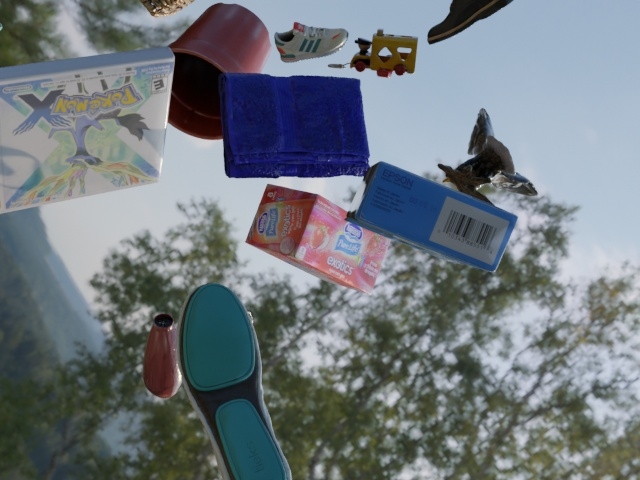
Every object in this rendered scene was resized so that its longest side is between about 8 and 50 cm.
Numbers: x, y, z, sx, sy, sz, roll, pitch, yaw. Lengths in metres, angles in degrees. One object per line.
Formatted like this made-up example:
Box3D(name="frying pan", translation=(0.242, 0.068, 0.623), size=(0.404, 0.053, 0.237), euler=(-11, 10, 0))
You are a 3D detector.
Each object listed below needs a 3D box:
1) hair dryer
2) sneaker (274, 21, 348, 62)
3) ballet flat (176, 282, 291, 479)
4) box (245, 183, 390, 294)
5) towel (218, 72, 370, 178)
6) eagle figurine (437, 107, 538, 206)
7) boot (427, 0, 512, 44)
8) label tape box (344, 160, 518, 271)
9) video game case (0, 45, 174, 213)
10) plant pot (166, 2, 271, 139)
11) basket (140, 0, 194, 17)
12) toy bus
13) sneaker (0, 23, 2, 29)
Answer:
Box3D(name="hair dryer", translation=(-0.254, 0.200, 1.712), size=(0.080, 0.223, 0.293), euler=(26, -7, 23))
Box3D(name="sneaker", translation=(-0.023, -0.430, 1.897), size=(0.075, 0.161, 0.057), euler=(59, 29, -46))
Box3D(name="ballet flat", translation=(-0.150, 0.263, 1.457), size=(0.139, 0.139, 0.400), euler=(90, -18, -59))
Box3D(name="box", translation=(0.000, 0.000, 1.951), size=(0.154, 0.142, 0.300), euler=(14, -9, 40))
Box3D(name="towel", translation=(-0.049, -0.238, 1.817), size=(0.076, 0.308, 0.227), euler=(139, -53, -66))
Box3D(name="eagle figurine", translation=(0.391, -0.175, 2.109), size=(0.225, 0.298, 0.226), euler=(21, -58, 30))
Box3D(name="boot", translation=(0.281, -0.503, 1.835), size=(0.137, 0.198, 0.077), euler=(58, 27, -10))
Box3D(name="label tape box", translation=(0.176, -0.041, 1.552), size=(0.240, 0.106, 0.334), euler=(22, 1, -2))
Box3D(name="video game case", translation=(-0.414, -0.178, 1.495), size=(0.036, 0.329, 0.300), euler=(59, -31, 31))
Box3D(name="plant pot", translation=(-0.261, -0.438, 2.235), size=(0.272, 0.265, 0.272), euler=(15, -40, 13))
Box3D(name="basket", translation=(-0.451, -0.746, 2.376), size=(0.299, 0.223, 0.213), euler=(55, -14, -10))
Box3D(name="toy bus", translation=(0.151, -0.475, 2.239), size=(0.191, 0.202, 0.104), euler=(25, -62, 45))
Box3D(name="sneaker", translation=(-0.775, -0.474, 1.934), size=(0.065, 0.166, 0.076), euler=(-1, -81, 54))
